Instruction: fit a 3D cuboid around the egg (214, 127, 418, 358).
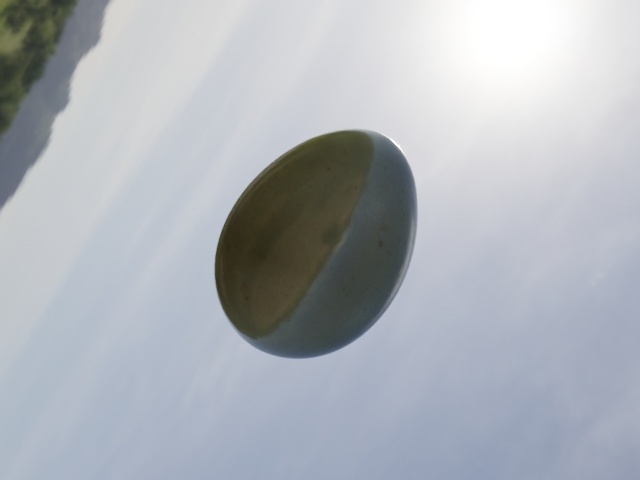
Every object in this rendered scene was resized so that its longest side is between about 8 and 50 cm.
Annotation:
[{"bbox_3d":[0.000,0.000,1.013,0.253,0.189,0.188,-60,-162,-7],"label":"egg"}]
